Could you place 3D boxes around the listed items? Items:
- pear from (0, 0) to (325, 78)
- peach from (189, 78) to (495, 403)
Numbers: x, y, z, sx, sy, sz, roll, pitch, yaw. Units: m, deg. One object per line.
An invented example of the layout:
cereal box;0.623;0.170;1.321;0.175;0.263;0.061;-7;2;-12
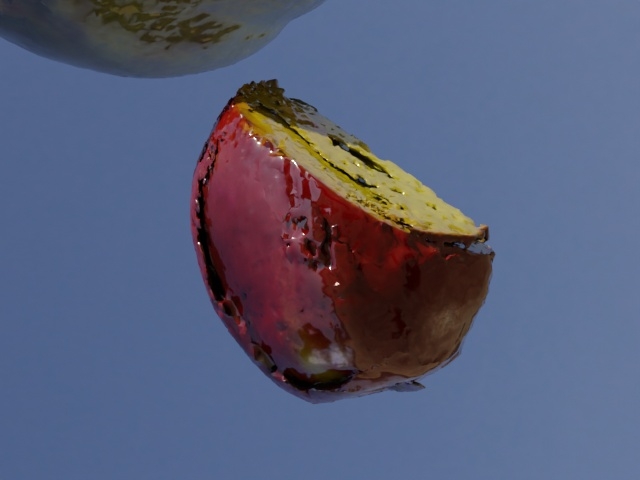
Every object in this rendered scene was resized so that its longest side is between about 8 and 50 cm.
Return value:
pear;-0.114;-0.219;1.009;0.321;0.269;0.269;31;-110;-38
peach;-0.003;0.001;0.898;0.092;0.127;0.172;-22;-105;-50
